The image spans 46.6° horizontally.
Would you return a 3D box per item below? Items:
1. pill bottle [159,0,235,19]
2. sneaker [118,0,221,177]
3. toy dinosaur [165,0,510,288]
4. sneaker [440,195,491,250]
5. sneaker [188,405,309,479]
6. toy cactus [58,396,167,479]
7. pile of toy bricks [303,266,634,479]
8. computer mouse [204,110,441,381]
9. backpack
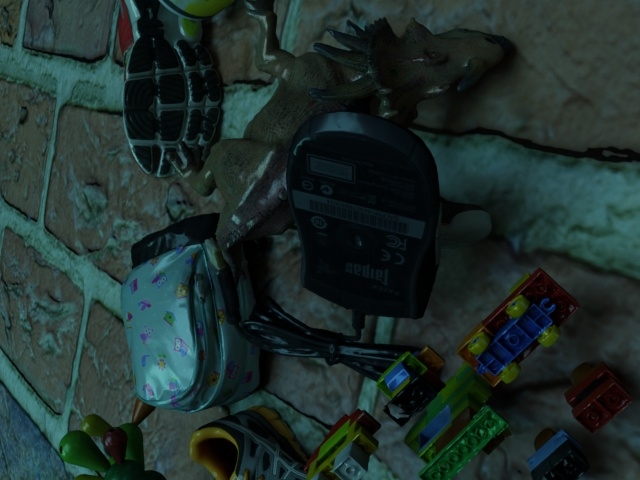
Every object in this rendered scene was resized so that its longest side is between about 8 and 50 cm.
[{"bbox_3d":[-0.089,-0.296,0.724,0.184,0.103,0.103,-15,76,49],"label":"pill bottle"},{"bbox_3d":[-0.181,-0.197,0.853,0.118,0.107,0.279,145,124,-64],"label":"sneaker"},{"bbox_3d":[-0.016,-0.071,0.570,0.296,0.127,0.200,-57,35,12],"label":"toy dinosaur"},{"bbox_3d":[0.061,-0.027,0.566,0.157,0.061,0.065,-1,80,49],"label":"sneaker"},{"bbox_3d":[-0.038,0.221,0.644,0.214,0.083,0.084,26,105,46],"label":"sneaker"},{"bbox_3d":[-0.138,0.238,0.693,0.180,0.219,0.112,17,56,46],"label":"toy cactus"},{"bbox_3d":[0.092,0.112,0.487,0.118,0.105,0.212,43,105,-3],"label":"pile of toy bricks"},{"bbox_3d":[0.000,0.000,0.518,0.184,0.060,0.262,12,139,20],"label":"computer mouse"},{"bbox_3d":[-0.126,0.077,0.734,0.152,0.115,0.182,-22,73,44],"label":"backpack"}]
